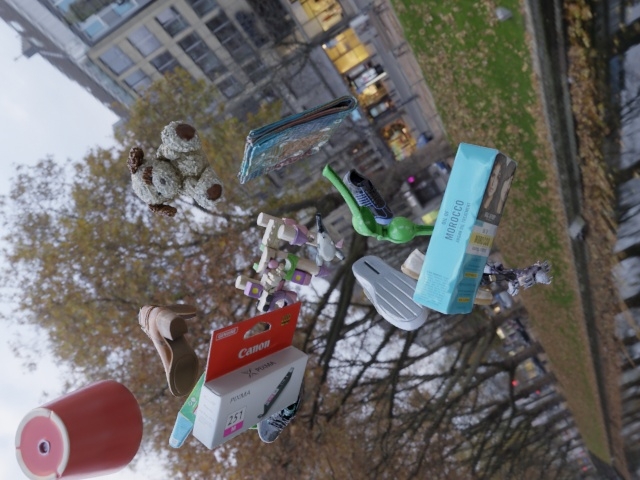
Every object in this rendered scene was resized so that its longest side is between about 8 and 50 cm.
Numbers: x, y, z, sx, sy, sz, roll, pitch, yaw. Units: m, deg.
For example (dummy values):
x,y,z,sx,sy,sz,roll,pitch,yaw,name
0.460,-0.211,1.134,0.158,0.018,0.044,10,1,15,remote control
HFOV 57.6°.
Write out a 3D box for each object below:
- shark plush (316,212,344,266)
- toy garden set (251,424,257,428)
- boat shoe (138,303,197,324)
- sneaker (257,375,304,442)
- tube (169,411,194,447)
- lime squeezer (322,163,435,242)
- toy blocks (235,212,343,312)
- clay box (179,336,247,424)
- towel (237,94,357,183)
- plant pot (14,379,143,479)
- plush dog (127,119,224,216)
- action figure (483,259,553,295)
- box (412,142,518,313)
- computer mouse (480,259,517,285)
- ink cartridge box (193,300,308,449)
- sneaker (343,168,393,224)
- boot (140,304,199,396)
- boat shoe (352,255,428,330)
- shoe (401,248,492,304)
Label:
x,y,z,sx,sy,sz,roll,pitch,yaw,name
0.000,0.000,1.462,0.161,0.073,0.067,60,-175,-44,shark plush
-0.284,0.637,2.332,0.049,0.204,0.244,100,171,-52,toy garden set
-0.561,0.276,2.142,0.073,0.207,0.073,-128,44,-61,boat shoe
-0.128,0.531,1.818,0.101,0.267,0.106,18,-164,-16,sneaker
-0.522,0.712,2.200,0.080,0.207,0.052,18,-140,-15,tube
0.129,-0.045,1.043,0.311,0.109,0.058,19,-151,-15,lime squeezer
-0.074,0.091,1.828,0.260,0.288,0.309,19,-179,-25,toy blocks
-0.222,0.313,1.331,0.053,0.127,0.222,36,-161,8,clay box
-0.069,-0.239,1.443,0.040,0.272,0.370,65,165,3,towel
-0.674,0.539,1.609,0.274,0.275,0.243,63,-163,14,plant pot
-0.432,-0.196,1.671,0.211,0.226,0.262,32,148,63,plush dog
0.707,0.126,2.097,0.285,0.185,0.099,7,111,55,action figure
0.218,-0.014,0.874,0.060,0.244,0.101,20,-173,35,box
0.341,0.042,1.320,0.106,0.042,0.193,-10,-142,-35,computer mouse
-0.127,0.270,1.211,0.060,0.238,0.275,27,-157,31,ink cartridge box
0.169,-0.154,2.036,0.232,0.081,0.090,41,149,12,sneaker
-0.505,0.350,1.886,0.109,0.220,0.283,-23,-69,-38,boot
0.171,0.130,1.372,0.094,0.109,0.302,63,175,-29,boat shoe
0.282,0.080,1.251,0.219,0.058,0.076,22,-169,-12,shoe
